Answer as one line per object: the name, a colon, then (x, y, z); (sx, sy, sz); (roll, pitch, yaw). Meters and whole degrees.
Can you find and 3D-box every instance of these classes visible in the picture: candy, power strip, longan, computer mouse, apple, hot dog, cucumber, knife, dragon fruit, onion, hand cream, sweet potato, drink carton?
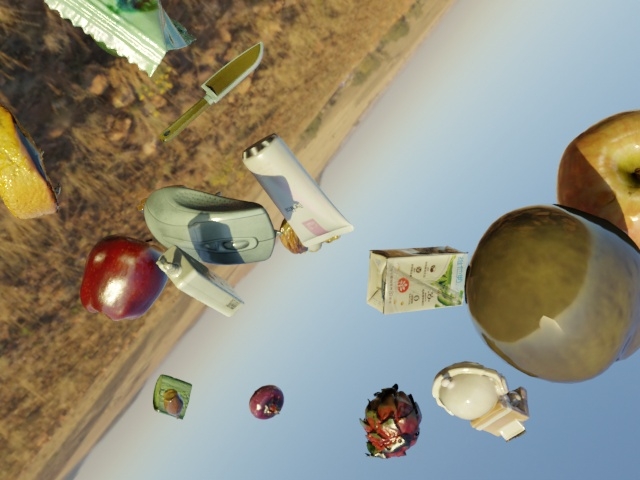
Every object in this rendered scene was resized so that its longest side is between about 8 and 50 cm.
candy: (-0.452, -0.542, 1.348); (0.172, 0.263, 0.398); (-46, -163, 14)
power strip: (-0.274, 0.099, 1.294); (0.058, 0.098, 0.338); (-42, 155, -2)
longan: (0.486, 0.106, 1.149); (0.336, 0.405, 0.404); (-48, -175, 45)
computer mouse: (-0.279, -0.024, 1.392); (0.121, 0.371, 0.188); (-74, 168, -45)
apple: (0.806, -0.142, 1.443); (0.391, 0.391, 0.346); (-51, 160, 2)
hot dog: (-0.056, -0.057, 1.871); (0.196, 0.122, 0.272); (-62, -179, 13)
apple: (-0.703, 0.123, 1.987); (0.288, 0.288, 0.316); (-168, -78, -85)
cucumber: (-0.471, 0.496, 1.752); (0.062, 0.115, 0.116); (-35, -143, 48)
knife: (-0.259, -0.362, 1.334); (0.343, 0.061, 0.027); (-42, 163, -6)
dragon fruit: (0.198, 0.509, 1.557); (0.182, 0.182, 0.188); (152, -67, -79)
onion: (-0.162, 0.503, 1.715); (0.104, 0.115, 0.115); (31, -102, 41)
hand cream: (-0.074, -0.131, 1.554); (0.186, 0.358, 0.118); (-22, -152, 32)
sweet potato: (-0.380, 0.431, 1.441); (0.049, 0.049, 0.117); (-55, 154, -44)
drink carton: (0.319, 0.126, 1.859); (0.132, 0.325, 0.194); (-150, -120, -62)

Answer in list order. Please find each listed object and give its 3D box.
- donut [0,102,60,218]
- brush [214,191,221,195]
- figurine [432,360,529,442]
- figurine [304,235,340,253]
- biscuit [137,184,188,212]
donut: (-0.630, -0.162, 1.163); (0.118, 0.253, 0.253); (-23, 173, -21)
brush: (-0.387, -0.115, 1.823); (0.070, 0.021, 0.196); (-35, -175, 44)
figurine: (0.350, 0.338, 1.233); (0.162, 0.237, 0.141); (-48, -159, 34)
figurine: (0.001, 0.000, 2.020); (0.143, 0.068, 0.101); (-14, 171, -27)
biscuit: (-0.474, -0.121, 1.691); (0.175, 0.026, 0.124); (-24, 163, 22)
